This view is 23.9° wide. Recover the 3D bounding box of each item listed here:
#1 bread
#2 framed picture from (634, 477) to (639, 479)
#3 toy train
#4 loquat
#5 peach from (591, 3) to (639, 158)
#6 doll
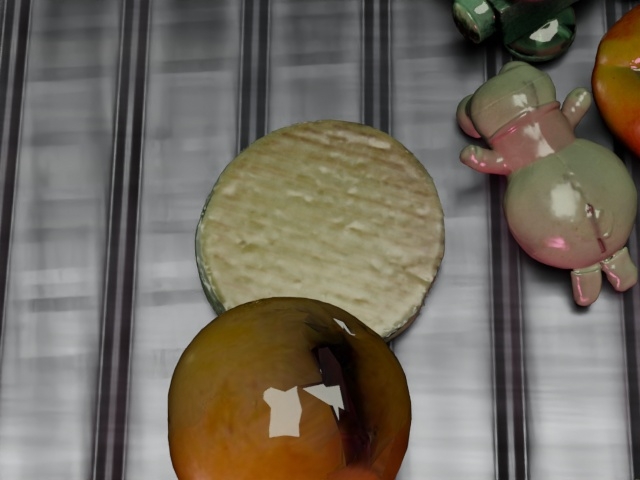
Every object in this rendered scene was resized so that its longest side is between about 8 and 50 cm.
[{"bbox_3d":[0.000,0.000,1.563,0.267,0.040,0.267,-1,70,2],"label":"bread"},{"bbox_3d":[0.360,0.339,1.444,0.203,0.015,0.150,27,72,11],"label":"framed picture"},{"bbox_3d":[0.245,-0.341,1.637,0.304,0.150,0.221,-33,62,-9],"label":"toy train"},{"bbox_3d":[-0.031,0.164,1.404,0.235,0.235,0.235,0,70,1],"label":"loquat"},{"bbox_3d":[0.382,-0.166,1.573,0.190,0.192,0.190,-7,78,37],"label":"peach"},{"bbox_3d":[0.232,-0.069,1.544,0.155,0.113,0.275,-24,70,-9],"label":"doll"}]
